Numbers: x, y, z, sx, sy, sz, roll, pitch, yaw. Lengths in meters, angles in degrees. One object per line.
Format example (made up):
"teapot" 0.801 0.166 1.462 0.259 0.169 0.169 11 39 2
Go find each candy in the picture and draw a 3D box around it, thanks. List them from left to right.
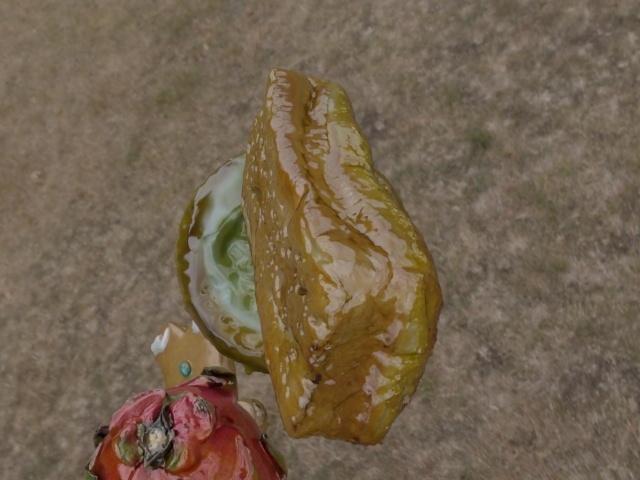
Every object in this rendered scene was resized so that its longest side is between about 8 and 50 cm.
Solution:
"candy" -0.025 0.017 0.887 0.260 0.260 0.118 -48 8 -6

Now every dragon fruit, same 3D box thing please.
"dragon fruit" -0.151 0.261 0.919 0.224 0.227 0.224 -19 24 9

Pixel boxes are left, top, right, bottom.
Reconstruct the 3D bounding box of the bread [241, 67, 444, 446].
"bread" -0.002 0.000 0.524 0.077 0.139 0.271 6 30 -17

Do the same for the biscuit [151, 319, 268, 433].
"biscuit" -0.163 0.261 1.201 0.216 0.047 0.340 -28 65 40
